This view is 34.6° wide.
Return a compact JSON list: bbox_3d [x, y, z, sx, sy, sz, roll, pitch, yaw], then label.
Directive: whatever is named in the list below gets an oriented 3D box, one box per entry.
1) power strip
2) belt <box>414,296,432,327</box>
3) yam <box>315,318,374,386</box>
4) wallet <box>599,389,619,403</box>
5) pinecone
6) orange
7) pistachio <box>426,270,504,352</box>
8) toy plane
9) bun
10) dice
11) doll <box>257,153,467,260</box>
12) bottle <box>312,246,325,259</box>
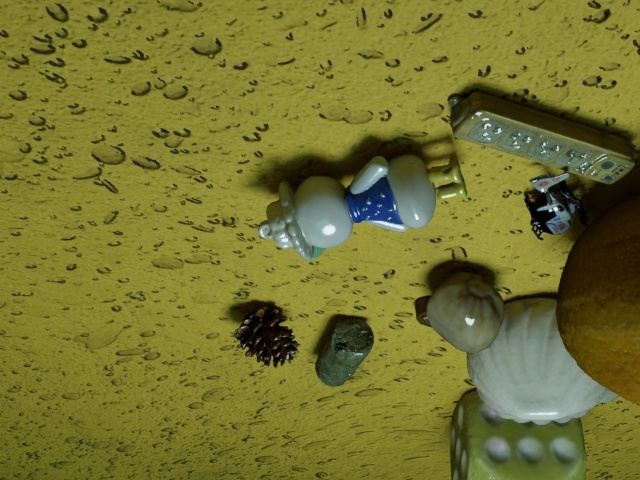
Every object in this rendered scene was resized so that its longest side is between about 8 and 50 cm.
[{"bbox_3d":[0.300,-0.131,1.349,0.305,0.044,0.064,13,144,-23],"label":"power strip"},{"bbox_3d":[0.201,0.125,1.762,0.083,0.036,0.059,20,141,-33],"label":"belt"},{"bbox_3d":[0.040,0.204,1.845,0.078,0.078,0.179,7,150,-14],"label":"yam"},{"bbox_3d":[0.493,0.229,1.916,0.274,0.068,0.335,20,141,-28],"label":"wallet"},{"bbox_3d":[-0.087,0.164,1.753,0.109,0.102,0.102,31,145,3],"label":"pinecone"},{"bbox_3d":[0.502,0.085,1.448,0.322,0.322,0.357,25,153,-37],"label":"orange"},{"bbox_3d":[0.241,0.124,1.684,0.126,0.108,0.185,-17,139,10],"label":"pistachio"},{"bbox_3d":[0.330,-0.051,1.459,0.078,0.053,0.197,-17,155,17],"label":"toy plane"},{"bbox_3d":[0.377,0.241,1.767,0.263,0.175,0.263,7,130,9],"label":"bun"},{"bbox_3d":[0.398,0.440,2.105,0.238,0.227,0.233,1,146,-2],"label":"dice"},{"bbox_3d":[0.052,-0.051,1.408,0.293,0.119,0.138,-16,138,11],"label":"doll"},{"bbox_3d":[0.000,0.000,1.554,0.030,0.030,0.083,11,147,-20],"label":"bottle"}]
